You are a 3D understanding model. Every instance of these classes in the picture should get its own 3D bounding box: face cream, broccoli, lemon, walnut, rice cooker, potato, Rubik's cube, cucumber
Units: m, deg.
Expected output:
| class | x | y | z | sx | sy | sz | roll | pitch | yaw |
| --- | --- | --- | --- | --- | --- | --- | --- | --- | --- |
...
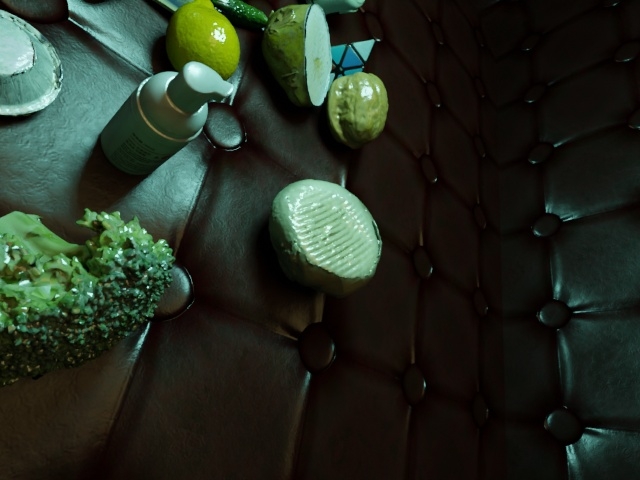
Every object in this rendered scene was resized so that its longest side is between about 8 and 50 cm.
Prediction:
| class | x | y | z | sx | sy | sz | roll | pitch | yaw |
| --- | --- | --- | --- | --- | --- | --- | --- | --- | --- |
| face cream | -0.318 | -0.261 | 0.840 | 0.145 | 0.370 | 0.145 | 17 | 65 | -41 |
| broccoli | -0.438 | 0.080 | 0.701 | 0.317 | 0.277 | 0.338 | 22 | 52 | -16 |
| lemon | -0.306 | -0.509 | 1.064 | 0.187 | 0.187 | 0.244 | -5 | 91 | -45 |
| walnut | 0.124 | -0.453 | 1.434 | 0.257 | 0.224 | 0.257 | -8 | 103 | -39 |
| rice cooker | 0.046 | -0.963 | 1.516 | 0.226 | 0.244 | 0.226 | -31 | 126 | -57 |
| potato | -0.087 | -0.590 | 1.316 | 0.246 | 0.196 | 0.299 | -46 | 139 | -56 |
| Rubik's cube | 0.117 | -0.633 | 1.482 | 0.284 | 0.234 | 0.250 | -22 | 94 | -46 |
| cucumber | -0.246 | -0.706 | 1.269 | 0.227 | 0.069 | 0.069 | -8 | 83 | -47 |

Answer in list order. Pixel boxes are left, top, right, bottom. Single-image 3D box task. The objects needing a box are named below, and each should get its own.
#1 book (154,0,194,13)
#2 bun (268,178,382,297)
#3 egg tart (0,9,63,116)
| class | x | y | z | sx | sy | sz | roll | pitch | yaw |
| --- | --- | --- | --- | --- | --- | --- | --- | --- | --- |
| book | -0.395 | -0.776 | 1.129 | 0.228 | 0.018 | 0.322 | 27 | 67 | -24 |
| bun | 0.000 | 0.000 | 1.193 | 0.360 | 0.211 | 0.359 | 16 | 60 | -30 |
| egg tart | -0.621 | -0.350 | 0.770 | 0.234 | 0.094 | 0.234 | 14 | 68 | -39 |
